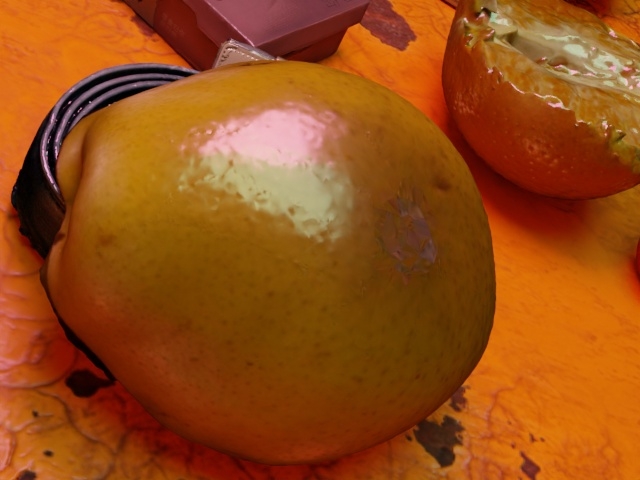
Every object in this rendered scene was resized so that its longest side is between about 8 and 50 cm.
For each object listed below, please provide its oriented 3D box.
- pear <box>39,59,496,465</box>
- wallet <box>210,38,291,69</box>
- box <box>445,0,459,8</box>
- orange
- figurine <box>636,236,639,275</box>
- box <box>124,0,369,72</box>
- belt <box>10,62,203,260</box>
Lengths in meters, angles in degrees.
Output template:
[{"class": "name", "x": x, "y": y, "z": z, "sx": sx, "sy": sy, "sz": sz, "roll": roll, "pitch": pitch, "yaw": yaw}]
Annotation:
[{"class": "pear", "x": 0.000, "y": 0.000, "z": 0.860, "sx": 0.386, "sy": 0.191, "sz": 0.340, "roll": 12, "pitch": 71, "yaw": -36}, {"class": "wallet", "x": -0.046, "y": -0.131, "z": 1.123, "sx": 0.155, "sy": 0.110, "sz": 0.039, "roll": 21, "pitch": 7, "yaw": -12}, {"class": "box", "x": 0.210, "y": -0.359, "z": 1.522, "sx": 0.235, "sy": 0.034, "sz": 0.132, "roll": 32, "pitch": 42, "yaw": 1}, {"class": "orange", "x": 0.259, "y": -0.179, "z": 1.267, "sx": 0.262, "sy": 0.196, "sz": 0.334, "roll": 28, "pitch": 45, "yaw": -25}, {"class": "figurine", "x": 0.477, "y": -0.039, "z": 1.255, "sx": 0.257, "sy": 0.208, "sz": 0.181, "roll": -37, "pitch": 107, "yaw": -52}, {"class": "box", "x": -0.092, "y": -0.280, "z": 1.240, "sx": 0.215, "sy": 0.086, "sz": 0.215, "roll": 44, "pitch": 44, "yaw": 13}, {"class": "belt", "x": -0.137, "y": -0.059, "z": 0.983, "sx": 0.267, "sy": 0.116, "sz": 0.206, "roll": -30, "pitch": 78, "yaw": -42}]
